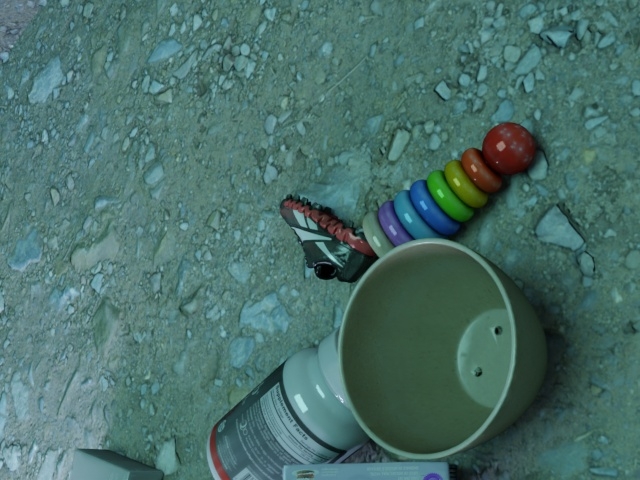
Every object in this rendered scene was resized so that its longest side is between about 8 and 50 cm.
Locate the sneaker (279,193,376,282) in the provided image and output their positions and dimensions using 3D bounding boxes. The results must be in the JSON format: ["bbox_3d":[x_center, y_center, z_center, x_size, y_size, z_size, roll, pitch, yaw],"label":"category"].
[{"bbox_3d":[0.000,0.000,1.793,0.276,0.097,0.135,30,99,42],"label":"sneaker"}]

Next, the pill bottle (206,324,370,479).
[{"bbox_3d":[-0.027,0.327,1.661,0.363,0.210,0.210,-44,53,26],"label":"pill bottle"}]

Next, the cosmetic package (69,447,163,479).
[{"bbox_3d":[-0.486,0.573,2.115,0.238,0.107,0.127,7,85,47],"label":"cosmetic package"}]

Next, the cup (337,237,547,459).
[{"bbox_3d":[0.226,0.178,1.437,0.331,0.237,0.331,-12,72,41],"label":"cup"}]

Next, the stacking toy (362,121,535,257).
[{"bbox_3d":[0.233,-0.086,1.583,0.330,0.141,0.141,-41,54,21],"label":"stacking toy"}]

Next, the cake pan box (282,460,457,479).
[{"bbox_3d":[0.086,0.392,1.449,0.266,0.246,0.070,-3,76,8],"label":"cake pan box"}]
